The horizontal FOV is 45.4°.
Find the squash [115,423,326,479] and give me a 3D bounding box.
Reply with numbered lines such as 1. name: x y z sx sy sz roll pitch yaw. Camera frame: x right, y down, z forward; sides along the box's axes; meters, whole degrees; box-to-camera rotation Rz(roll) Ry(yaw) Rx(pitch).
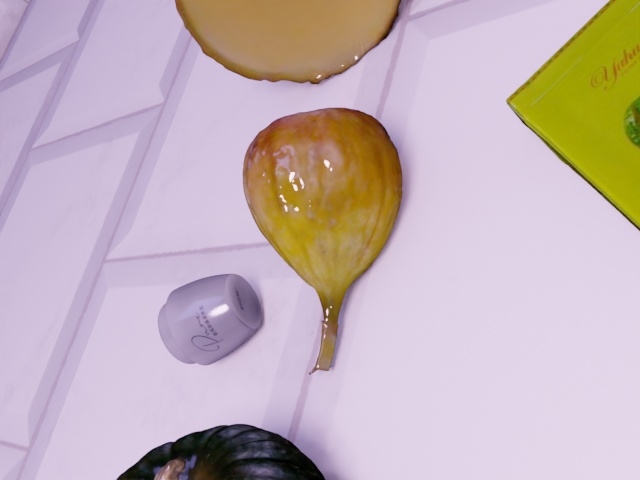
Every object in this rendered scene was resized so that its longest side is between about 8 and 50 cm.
1. squash: -0.084 0.248 0.609 0.218 0.172 0.218 -25 48 31

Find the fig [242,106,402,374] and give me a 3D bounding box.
1. fig: 0.000 0.000 0.743 0.159 0.159 0.257 -9 75 43

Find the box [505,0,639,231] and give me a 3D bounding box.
1. box: 0.289 -0.079 0.544 0.187 0.047 0.335 -45 41 15

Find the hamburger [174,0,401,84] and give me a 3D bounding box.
1. hamburger: -0.027 -0.349 0.912 0.302 0.261 0.186 -20 44 14

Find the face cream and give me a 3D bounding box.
1. face cream: -0.119 0.084 0.827 0.095 0.091 0.091 -27 46 21
